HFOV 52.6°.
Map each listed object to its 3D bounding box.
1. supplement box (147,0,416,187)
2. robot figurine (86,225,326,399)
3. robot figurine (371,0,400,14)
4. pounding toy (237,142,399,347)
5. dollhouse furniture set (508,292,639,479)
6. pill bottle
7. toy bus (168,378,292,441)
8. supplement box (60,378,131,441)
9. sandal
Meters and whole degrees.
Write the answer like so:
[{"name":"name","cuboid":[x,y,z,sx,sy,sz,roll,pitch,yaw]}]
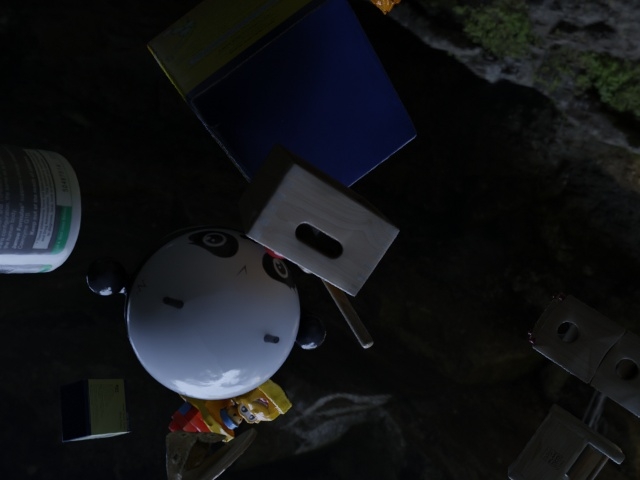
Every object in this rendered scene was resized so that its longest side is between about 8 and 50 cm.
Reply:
[{"name":"supplement box","cuboid":[-0.069,-0.201,0.832,0.195,0.194,0.356,-37,-147,-1]},{"name":"robot figurine","cuboid":[-0.122,0.065,0.698,0.209,0.173,0.278,-23,-172,-14]},{"name":"robot figurine","cuboid":[0.019,-0.426,0.793,0.291,0.085,0.211,52,180,-6]},{"name":"pounding toy","cuboid":[0.000,0.000,0.576,0.141,0.100,0.130,31,-171,-18]},{"name":"dollhouse furniture set","cuboid":[0.258,0.164,0.683,0.129,0.183,0.129,34,-174,16]},{"name":"pill bottle","cuboid":[-0.559,-0.052,0.941,0.204,0.204,0.361,30,-163,35]},{"name":"toy bus","cuboid":[-0.200,0.330,1.317,0.211,0.149,0.220,-47,-146,-22]},{"name":"supplement box","cuboid":[-0.339,0.255,0.980,0.056,0.083,0.083,-19,161,28]},{"name":"sandal","cuboid":[-0.195,0.307,0.906,0.079,0.240,0.088,47,-152,-2]}]
